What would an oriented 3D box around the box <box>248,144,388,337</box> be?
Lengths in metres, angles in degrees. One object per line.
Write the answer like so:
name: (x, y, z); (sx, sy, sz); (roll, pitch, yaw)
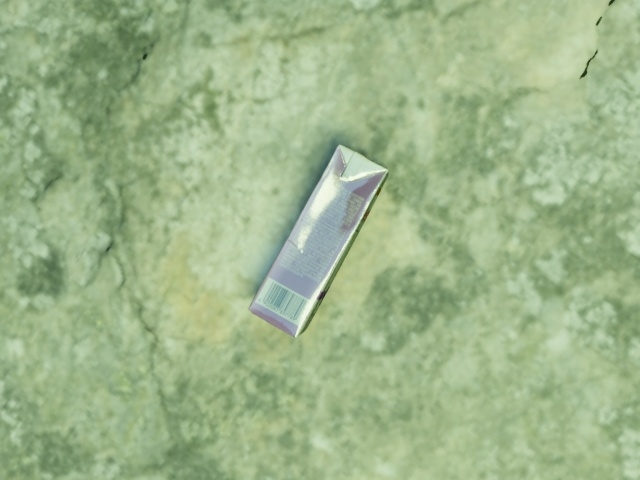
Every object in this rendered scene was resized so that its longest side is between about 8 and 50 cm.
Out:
box: (0.000, 0.000, 0.743); (0.036, 0.050, 0.117); (28, 90, 4)
